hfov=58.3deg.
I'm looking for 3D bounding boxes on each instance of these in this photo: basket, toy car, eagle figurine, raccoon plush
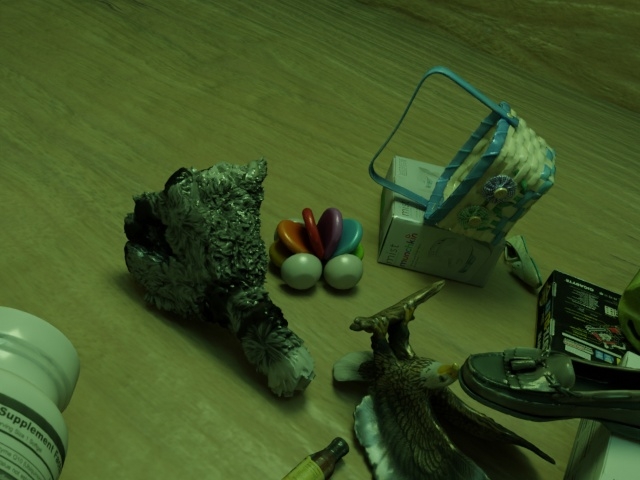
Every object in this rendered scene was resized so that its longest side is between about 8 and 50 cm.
[{"bbox_3d":[0.261,-0.146,1.044,0.289,0.254,0.201,32,42,2],"label":"basket"},{"bbox_3d":[0.000,0.000,1.065,0.182,0.136,0.159,2,38,-17],"label":"toy car"},{"bbox_3d":[0.153,0.228,0.811,0.226,0.225,0.298,-29,78,5],"label":"eagle figurine"},{"bbox_3d":[-0.128,0.042,0.995,0.446,0.216,0.299,56,32,7],"label":"raccoon plush"}]

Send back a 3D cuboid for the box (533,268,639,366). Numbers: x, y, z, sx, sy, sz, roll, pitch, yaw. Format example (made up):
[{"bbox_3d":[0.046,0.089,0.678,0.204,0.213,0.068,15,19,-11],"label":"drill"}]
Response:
[{"bbox_3d":[0.558,0.204,1.042,0.322,0.079,0.257,21,38,9],"label":"box"}]

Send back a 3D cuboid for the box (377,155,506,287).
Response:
[{"bbox_3d":[0.249,-0.052,1.229,0.231,0.126,0.262,12,36,-2],"label":"box"}]

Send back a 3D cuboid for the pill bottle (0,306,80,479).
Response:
[{"bbox_3d":[-0.372,0.248,0.546,0.210,0.210,0.363,8,36,-9],"label":"pill bottle"}]

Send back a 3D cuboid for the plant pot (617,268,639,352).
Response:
[{"bbox_3d":[0.654,0.088,0.976,0.254,0.276,0.276,-29,54,-29],"label":"plant pot"}]

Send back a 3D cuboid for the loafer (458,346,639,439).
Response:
[{"bbox_3d":[0.305,0.165,0.686,0.268,0.084,0.096,11,34,3],"label":"loafer"}]

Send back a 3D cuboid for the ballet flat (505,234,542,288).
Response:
[{"bbox_3d":[0.429,0.050,1.234,0.052,0.057,0.168,-12,31,11],"label":"ballet flat"}]

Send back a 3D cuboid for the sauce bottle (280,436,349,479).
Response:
[{"bbox_3d":[-0.011,0.302,0.743,0.042,0.042,0.128,36,39,26],"label":"sauce bottle"}]

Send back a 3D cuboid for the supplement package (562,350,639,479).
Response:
[{"bbox_3d":[0.437,0.308,0.724,0.204,0.145,0.262,29,39,20],"label":"supplement package"}]
